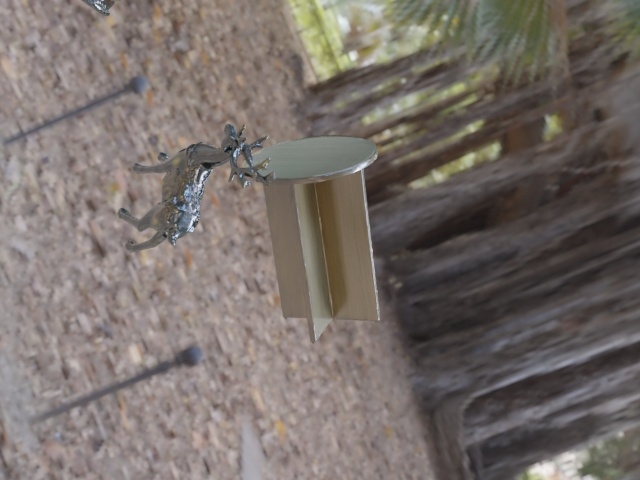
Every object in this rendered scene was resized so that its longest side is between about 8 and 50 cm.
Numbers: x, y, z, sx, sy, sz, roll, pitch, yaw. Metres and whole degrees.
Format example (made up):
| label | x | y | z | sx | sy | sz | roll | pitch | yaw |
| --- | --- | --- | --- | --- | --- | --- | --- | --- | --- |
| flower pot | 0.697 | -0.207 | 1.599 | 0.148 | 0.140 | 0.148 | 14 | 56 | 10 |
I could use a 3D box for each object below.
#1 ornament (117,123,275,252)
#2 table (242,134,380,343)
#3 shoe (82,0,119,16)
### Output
| label | x | y | z | sx | sy | sz | roll | pitch | yaw |
| --- | --- | --- | --- | --- | --- | --- | --- | --- | --- |
| ornament | -0.073 | -0.031 | 0.651 | 0.028 | 0.125 | 0.073 | 31 | 65 | -39 |
| table | 0.000 | 0.000 | 1.386 | 0.167 | 0.167 | 0.226 | -96 | 178 | -69 |
| shoe | -0.267 | -0.353 | 1.030 | 0.293 | 0.149 | 0.109 | 42 | 3 | 3 |
